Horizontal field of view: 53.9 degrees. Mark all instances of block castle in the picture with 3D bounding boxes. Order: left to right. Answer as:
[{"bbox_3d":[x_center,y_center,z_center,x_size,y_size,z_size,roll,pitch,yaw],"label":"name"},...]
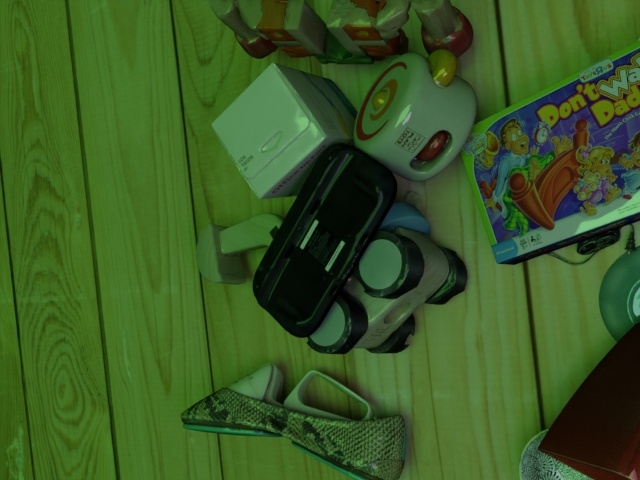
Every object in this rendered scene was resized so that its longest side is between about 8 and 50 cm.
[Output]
[{"bbox_3d":[0.054,-0.473,1.111,0.454,0.213,0.302,8,86,24],"label":"block castle"}]

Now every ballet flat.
[{"bbox_3d":[-0.053,0.348,1.274,0.483,0.164,0.181,8,76,25],"label":"ballet flat"}]

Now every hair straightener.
[{"bbox_3d":[0.456,-0.017,0.983,0.230,0.047,0.089,-26,76,29],"label":"hair straightener"}]

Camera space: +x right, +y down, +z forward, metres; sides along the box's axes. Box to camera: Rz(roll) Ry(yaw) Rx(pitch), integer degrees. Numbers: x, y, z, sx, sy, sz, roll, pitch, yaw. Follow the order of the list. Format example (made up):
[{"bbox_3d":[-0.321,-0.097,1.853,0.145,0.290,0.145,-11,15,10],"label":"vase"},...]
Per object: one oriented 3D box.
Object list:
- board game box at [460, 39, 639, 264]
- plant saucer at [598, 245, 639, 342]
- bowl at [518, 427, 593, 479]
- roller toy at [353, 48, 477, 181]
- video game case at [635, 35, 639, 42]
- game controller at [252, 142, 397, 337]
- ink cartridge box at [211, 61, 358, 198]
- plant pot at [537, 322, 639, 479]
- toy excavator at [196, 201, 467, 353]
[{"bbox_3d":[0.403,-0.128,0.959,0.347,0.078,0.233,-25,71,34],"label":"board game box"},{"bbox_3d":[0.527,0.098,0.958,0.195,0.037,0.194,3,95,32],"label":"plant saucer"},{"bbox_3d":[0.416,0.373,1.017,0.170,0.080,0.170,2,95,30],"label":"bowl"},{"bbox_3d":[0.151,-0.208,1.055,0.209,0.146,0.191,-1,67,65],"label":"roller toy"},{"bbox_3d":[0.523,-0.239,0.949,0.143,0.019,0.157,38,111,23],"label":"video game case"},{"bbox_3d":[0.000,0.000,1.037,0.166,0.067,0.319,38,105,31],"label":"game controller"},{"bbox_3d":[-0.042,-0.195,1.157,0.171,0.233,0.168,-40,78,24],"label":"ink cartridge box"},{"bbox_3d":[0.497,0.245,0.830,0.267,0.267,0.235,28,78,5],"label":"plant pot"},{"bbox_3d":[-0.015,0.033,1.205,0.433,0.222,0.445,-48,57,22],"label":"toy excavator"}]
